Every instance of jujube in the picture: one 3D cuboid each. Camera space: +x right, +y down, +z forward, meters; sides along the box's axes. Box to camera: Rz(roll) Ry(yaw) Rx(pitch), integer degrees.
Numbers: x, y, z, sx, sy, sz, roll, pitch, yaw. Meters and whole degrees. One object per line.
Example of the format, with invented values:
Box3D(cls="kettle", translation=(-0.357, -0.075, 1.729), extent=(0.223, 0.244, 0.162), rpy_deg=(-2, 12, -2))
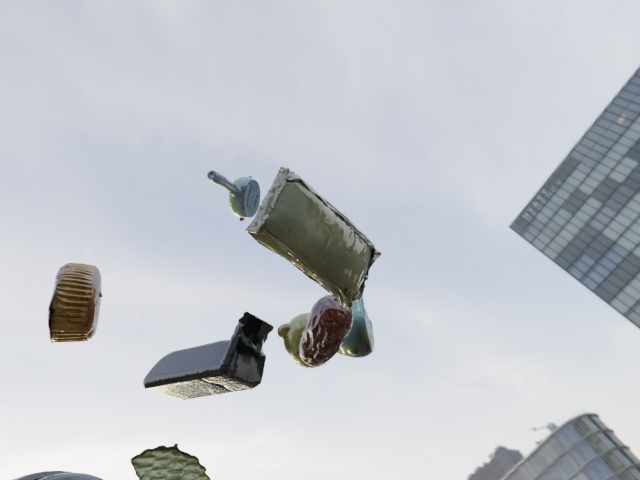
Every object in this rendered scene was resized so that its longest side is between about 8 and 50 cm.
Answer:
Box3D(cls="jujube", translation=(0.007, 0.156, 0.794), extent=(0.077, 0.077, 0.129), rpy_deg=(19, -74, -33))

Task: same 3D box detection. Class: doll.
Box3D(cls="doll", translation=(0.018, 0.281, 1.359), extent=(0.261, 0.161, 0.177), rpy_deg=(-13, -50, 10))

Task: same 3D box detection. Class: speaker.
Box3D(cls="speaker", translation=(-0.343, 0.370, 1.447), extent=(0.389, 0.184, 0.180), rpy_deg=(-18, -38, 25))

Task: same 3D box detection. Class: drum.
Box3D(cls="drum", translation=(-0.219, -0.148, 1.220), extent=(0.049, 0.129, 0.253), rpy_deg=(8, -24, 15))

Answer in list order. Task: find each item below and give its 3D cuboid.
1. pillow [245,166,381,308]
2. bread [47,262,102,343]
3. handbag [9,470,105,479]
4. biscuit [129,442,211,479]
Box3D(cls="pillow", translation=(0.000, 0.000, 0.637), extent=(0.053, 0.119, 0.208), rpy_deg=(-18, -49, 45))
Box3D(cls="bread", translation=(-0.587, 0.151, 1.129), extent=(0.104, 0.199, 0.199), rpy_deg=(5, -60, -21))
Box3D(cls="handbag", translation=(-0.270, 0.383, 0.442), extent=(0.093, 0.307, 0.253), rpy_deg=(-21, -37, 10))
Box3D(cls="biscuit", translation=(-0.387, 0.682, 1.258), extent=(0.187, 0.273, 0.036), rpy_deg=(-8, -34, -37))
